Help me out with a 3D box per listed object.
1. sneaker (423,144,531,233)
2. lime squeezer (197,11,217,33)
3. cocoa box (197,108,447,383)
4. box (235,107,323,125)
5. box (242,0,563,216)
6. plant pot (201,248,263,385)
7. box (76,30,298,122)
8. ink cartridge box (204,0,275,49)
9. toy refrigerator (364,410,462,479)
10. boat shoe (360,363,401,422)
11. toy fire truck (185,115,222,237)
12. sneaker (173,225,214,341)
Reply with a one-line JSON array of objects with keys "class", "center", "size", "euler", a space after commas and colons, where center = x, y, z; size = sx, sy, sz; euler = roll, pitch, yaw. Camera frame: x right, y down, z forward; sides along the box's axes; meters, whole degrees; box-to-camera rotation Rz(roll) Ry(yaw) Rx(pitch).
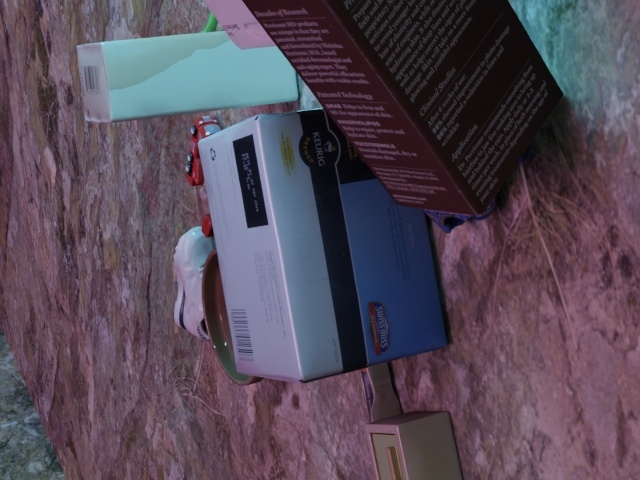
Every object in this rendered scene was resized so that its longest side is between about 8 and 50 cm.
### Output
[{"class": "sneaker", "center": [0.190, -0.071, 1.421], "size": [0.087, 0.083, 0.221], "euler": [61, 154, 2]}, {"class": "lime squeezer", "center": [-0.210, -0.358, 2.134], "size": [0.310, 0.059, 0.109], "euler": [140, 146, -62]}, {"class": "cocoa box", "center": [0.000, 0.000, 1.633], "size": [0.231, 0.228, 0.347], "euler": [-7, 93, 64]}, {"class": "box", "center": [-0.047, -0.093, 1.818], "size": [0.103, 0.114, 0.203], "euler": [-9, 93, 65]}, {"class": "box", "center": [0.076, -0.218, 1.216], "size": [0.143, 0.191, 0.381], "euler": [11, 147, 48]}, {"class": "plant pot", "center": [-0.109, 0.122, 2.028], "size": [0.237, 0.110, 0.237], "euler": [30, 125, 56]}, {"class": "box", "center": [-0.206, -0.260, 1.851], "size": [0.148, 0.311, 0.121], "euler": [12, 110, 61]}, {"class": "ink cartridge box", "center": [0.000, -0.363, 1.438], "size": [0.114, 0.273, 0.198], "euler": [52, 162, -22]}, {"class": "toy refrigerator", "center": [0.141, 0.378, 1.644], "size": [0.102, 0.094, 0.269], "euler": [-15, 86, 64]}, {"class": "boat shoe", "center": [0.085, 0.232, 1.754], "size": [0.043, 0.049, 0.137], "euler": [154, 106, -66]}, {"class": "toy fire truck", "center": [-0.202, -0.117, 2.192], "size": [0.135, 0.047, 0.192], "euler": [54, 143, 40]}, {"class": "sneaker", "center": [-0.224, 0.083, 2.289], "size": [0.095, 0.090, 0.235], "euler": [30, 130, 41]}]
